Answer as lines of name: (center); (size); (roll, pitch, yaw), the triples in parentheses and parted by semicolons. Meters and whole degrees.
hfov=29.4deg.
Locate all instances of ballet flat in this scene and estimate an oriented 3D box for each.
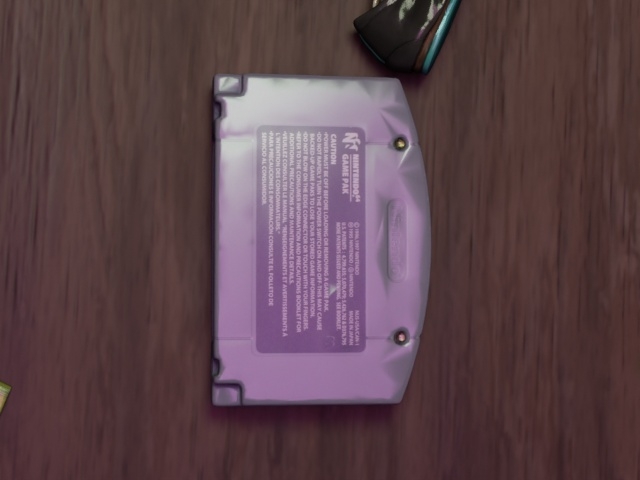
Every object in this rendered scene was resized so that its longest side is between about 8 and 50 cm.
ballet flat: (0.120, -0.285, 1.106); (0.096, 0.095, 0.280); (30, 82, 7)

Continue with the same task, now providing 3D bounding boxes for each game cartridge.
game cartridge: (0.000, 0.000, 1.086); (0.196, 0.060, 0.294); (1, 86, -5)

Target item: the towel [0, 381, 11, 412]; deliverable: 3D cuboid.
towel: (-0.316, 0.136, 1.049); (0.083, 0.009, 0.060); (24, 82, -7)
